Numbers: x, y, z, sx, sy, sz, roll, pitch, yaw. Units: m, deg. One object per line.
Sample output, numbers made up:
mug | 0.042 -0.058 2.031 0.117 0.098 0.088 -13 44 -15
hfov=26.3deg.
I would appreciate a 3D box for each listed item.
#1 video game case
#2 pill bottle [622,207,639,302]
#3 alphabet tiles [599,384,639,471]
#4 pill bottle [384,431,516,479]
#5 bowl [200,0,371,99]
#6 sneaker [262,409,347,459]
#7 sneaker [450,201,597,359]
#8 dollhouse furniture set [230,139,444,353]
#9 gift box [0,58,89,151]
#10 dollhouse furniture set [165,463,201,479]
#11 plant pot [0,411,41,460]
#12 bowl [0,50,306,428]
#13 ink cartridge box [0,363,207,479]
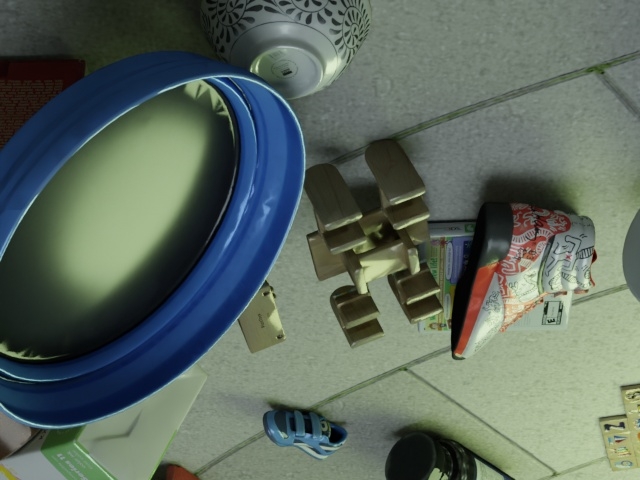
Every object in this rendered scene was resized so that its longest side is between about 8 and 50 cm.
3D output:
video game case | 0.216 0.047 1.691 0.193 0.023 0.212 -2 143 2
pill bottle | 0.531 0.082 1.571 0.224 0.224 0.392 -29 134 32
alphabet tiles | 0.508 0.266 1.989 0.198 0.009 0.237 -10 141 13
pill bottle | 0.198 0.366 2.026 0.123 0.122 0.219 -28 134 31
bowl | -0.034 -0.191 1.335 0.170 0.080 0.170 -1 143 -1
sneaker | -0.022 0.269 1.958 0.059 0.053 0.144 -30 142 34
sneaker | 0.239 0.061 1.613 0.145 0.090 0.270 5 140 -3
dollhouse furniture set | 0.000 0.000 1.563 0.242 0.161 0.212 -21 137 -6
gift box | -0.350 -0.007 1.425 0.255 0.276 0.258 2 144 5
dollhouse furniture set | -0.346 0.388 2.028 0.201 0.152 0.374 -21 138 25
plant pot | -0.438 0.121 1.664 0.215 0.215 0.230 -28 119 32
bowl | -0.179 -0.002 1.292 0.391 0.077 0.391 -36 147 -28
ink cartridge box | -0.330 0.237 1.742 0.353 0.207 0.119 -19 122 43
